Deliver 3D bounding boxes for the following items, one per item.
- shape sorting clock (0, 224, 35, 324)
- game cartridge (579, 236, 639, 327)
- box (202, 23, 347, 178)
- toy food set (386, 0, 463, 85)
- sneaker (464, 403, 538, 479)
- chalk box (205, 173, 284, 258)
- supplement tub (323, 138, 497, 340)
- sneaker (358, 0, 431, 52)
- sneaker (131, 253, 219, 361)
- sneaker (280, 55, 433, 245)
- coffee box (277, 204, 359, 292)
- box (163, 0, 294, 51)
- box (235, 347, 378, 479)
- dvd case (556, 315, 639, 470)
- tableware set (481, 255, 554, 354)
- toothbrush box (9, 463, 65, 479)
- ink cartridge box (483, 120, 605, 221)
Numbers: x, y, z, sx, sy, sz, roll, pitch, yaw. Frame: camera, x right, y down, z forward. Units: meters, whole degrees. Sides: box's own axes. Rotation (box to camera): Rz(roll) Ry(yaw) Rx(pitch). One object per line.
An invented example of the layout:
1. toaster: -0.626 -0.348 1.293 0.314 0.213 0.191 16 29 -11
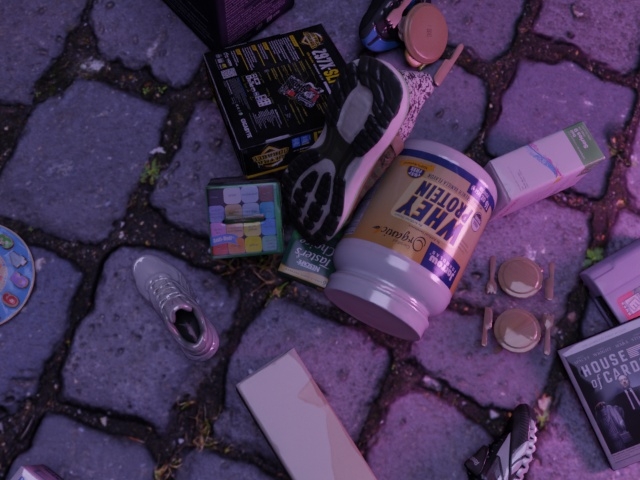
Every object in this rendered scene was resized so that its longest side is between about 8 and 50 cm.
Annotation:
1. shape sorting clock: -0.637 0.065 1.344 0.206 0.040 0.206 1 75 -4
2. game cartridge: 0.665 0.143 1.415 0.196 0.060 0.294 -28 79 -15
3. box: -0.066 -0.277 1.389 0.257 0.079 0.322 -16 49 -10
4. toy food set: 0.211 -0.427 1.509 0.192 0.038 0.132 45 72 -31
5. sneaker: 0.318 0.398 1.306 0.106 0.078 0.234 22 77 -1
6. chalk box: -0.135 -0.043 1.304 0.132 0.213 0.132 -4 101 -5
7. supplement tub: 0.162 0.000 1.323 0.228 0.228 0.316 27 75 3
8. sneaker: 0.171 -0.546 1.546 0.139 0.125 0.341 27 76 32
9. sneaker: -0.265 0.111 1.320 0.090 0.115 0.232 -38 81 -13
10. sneaker: 0.075 -0.140 1.260 0.182 0.410 0.158 -17 63 -40
11. coffee box: 0.000 0.000 1.407 0.113 0.040 0.184 22 75 2
12. box: -0.213 -0.588 1.366 0.212 0.395 0.293 -42 82 -13
13. box: -0.018 0.354 1.260 0.121 0.148 0.311 -31 81 -12
14. dvd case: 0.574 0.282 1.351 0.179 0.029 0.239 -25 81 9
15. tableware set: 0.383 0.127 1.405 0.128 0.039 0.194 7 69 10
16. toothbrush box: -0.483 0.551 1.182 0.216 0.126 0.296 36 74 5
17. ink cartridge box: 0.414 -0.130 1.414 0.212 0.154 0.093 -25 78 -10
